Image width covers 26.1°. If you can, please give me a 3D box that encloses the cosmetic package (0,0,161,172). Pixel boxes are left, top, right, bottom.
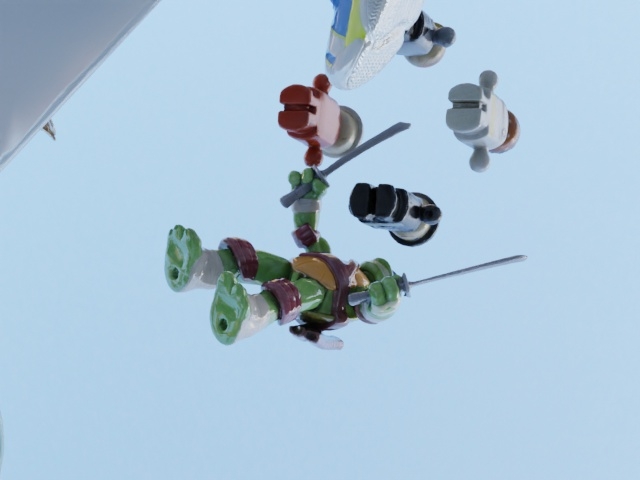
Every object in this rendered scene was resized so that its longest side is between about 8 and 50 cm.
[{"bbox_3d":[-0.326,-0.231,1.377,0.230,0.453,0.161,41,-156,-15],"label":"cosmetic package"}]

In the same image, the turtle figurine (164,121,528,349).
[{"bbox_3d":[0.000,0.000,1.377,0.266,0.275,0.197,-7,-109,-40],"label":"turtle figurine"}]

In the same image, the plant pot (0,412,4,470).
[{"bbox_3d":[-0.384,0.093,0.903,0.272,0.271,0.255,-24,-136,-23],"label":"plant pot"}]

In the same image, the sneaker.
[{"bbox_3d":[0.033,-0.253,1.169,0.126,0.240,0.091,28,-171,21],"label":"sneaker"}]

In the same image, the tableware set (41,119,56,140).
[{"bbox_3d":[-0.383,-0.205,1.719,0.020,0.168,0.141,-34,-124,-17],"label":"tableware set"}]

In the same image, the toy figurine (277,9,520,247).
[{"bbox_3d":[0.087,-0.121,1.438,0.209,0.148,0.213,-45,-113,11],"label":"toy figurine"}]
